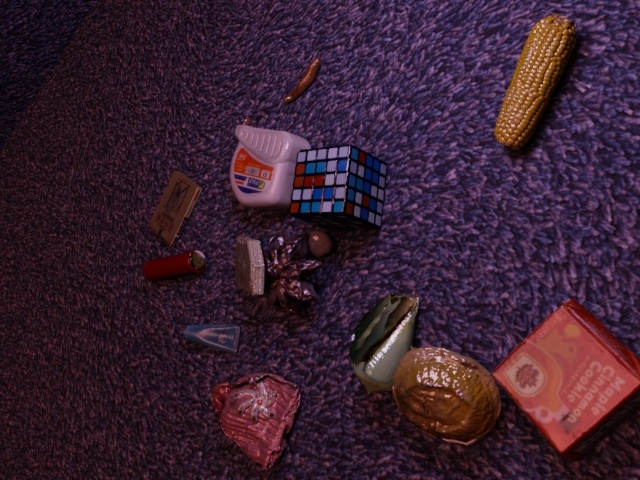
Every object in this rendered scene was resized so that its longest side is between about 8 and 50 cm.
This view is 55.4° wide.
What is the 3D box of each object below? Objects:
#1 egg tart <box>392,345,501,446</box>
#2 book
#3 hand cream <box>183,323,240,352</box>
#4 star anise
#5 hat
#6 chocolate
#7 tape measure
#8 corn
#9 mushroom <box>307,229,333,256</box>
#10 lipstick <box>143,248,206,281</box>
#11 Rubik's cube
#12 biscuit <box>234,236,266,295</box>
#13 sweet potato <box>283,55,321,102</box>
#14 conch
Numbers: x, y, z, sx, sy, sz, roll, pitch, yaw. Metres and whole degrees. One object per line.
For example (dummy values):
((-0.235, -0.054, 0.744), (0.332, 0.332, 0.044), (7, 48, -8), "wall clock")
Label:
((0.262, 0.342, 1.307), (0.252, 0.098, 0.232), (46, 119, 5), "egg tart")
((-0.506, -0.113, 2.116), (0.161, 0.026, 0.231), (34, 100, 38), "book")
((-0.338, 0.295, 1.877), (0.224, 0.048, 0.083), (0, 76, 33), "hand cream")
((-0.100, 0.088, 1.665), (0.223, 0.108, 0.236), (-54, 51, 46), "star anise")
((-0.199, 0.466, 1.681), (0.286, 0.107, 0.237), (16, 79, 34), "hat")
((0.490, 0.271, 1.200), (0.237, 0.108, 0.235), (-48, 56, 16), "chocolate")
((-0.155, -0.220, 1.811), (0.258, 0.130, 0.265), (18, 95, 42), "tape measure")
((0.477, -0.354, 1.368), (0.106, 0.106, 0.306), (26, 95, 39), "corn")
((0.000, 0.000, 1.677), (0.085, 0.085, 0.079), (-3, 35, 37), "mushroom")
((-0.483, 0.084, 2.015), (0.241, 0.080, 0.080), (-13, 71, 35), "lipstick")
((0.048, -0.132, 1.593), (0.187, 0.184, 0.182), (0, 79, 39), "Rubik's cube")
((-0.203, 0.069, 1.728), (0.252, 0.052, 0.151), (-166, 78, -71), "biscuit")
((-0.049, -0.479, 1.846), (0.179, 0.044, 0.044), (-50, 54, 24), "sweet potato")
((0.146, 0.238, 1.445), (0.143, 0.137, 0.251), (6, 87, 16), "conch")
